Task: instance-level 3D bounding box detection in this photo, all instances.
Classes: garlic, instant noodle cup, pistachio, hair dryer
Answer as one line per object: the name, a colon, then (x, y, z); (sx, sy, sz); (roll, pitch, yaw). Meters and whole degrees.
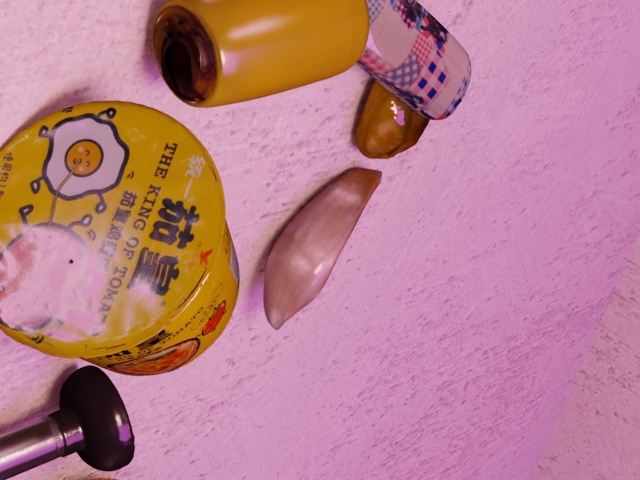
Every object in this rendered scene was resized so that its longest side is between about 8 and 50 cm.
garlic: (0.001, -0.003, 2.325); (0.318, 0.112, 0.143); (-49, 173, -25)
instant noodle cup: (-0.246, 0.020, 1.804); (0.326, 0.325, 0.254); (-51, 160, -8)
pistachio: (0.118, -0.205, 2.303); (0.110, 0.100, 0.189); (-22, 141, -61)
hair dryer: (-0.443, 0.335, 2.063); (0.320, 0.156, 0.284); (-24, 160, -24)

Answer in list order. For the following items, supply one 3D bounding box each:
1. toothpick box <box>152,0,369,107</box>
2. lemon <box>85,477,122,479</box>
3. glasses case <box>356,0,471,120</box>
toothpick box: (-0.083, -0.269, 1.871); (0.271, 0.175, 0.175); (-24, 138, -39)
lemon: (-0.331, 0.477, 2.197); (0.253, 0.228, 0.228); (-32, 146, -62)
glasses case: (0.119, -0.294, 2.171); (0.327, 0.076, 0.125); (34, 76, -43)
